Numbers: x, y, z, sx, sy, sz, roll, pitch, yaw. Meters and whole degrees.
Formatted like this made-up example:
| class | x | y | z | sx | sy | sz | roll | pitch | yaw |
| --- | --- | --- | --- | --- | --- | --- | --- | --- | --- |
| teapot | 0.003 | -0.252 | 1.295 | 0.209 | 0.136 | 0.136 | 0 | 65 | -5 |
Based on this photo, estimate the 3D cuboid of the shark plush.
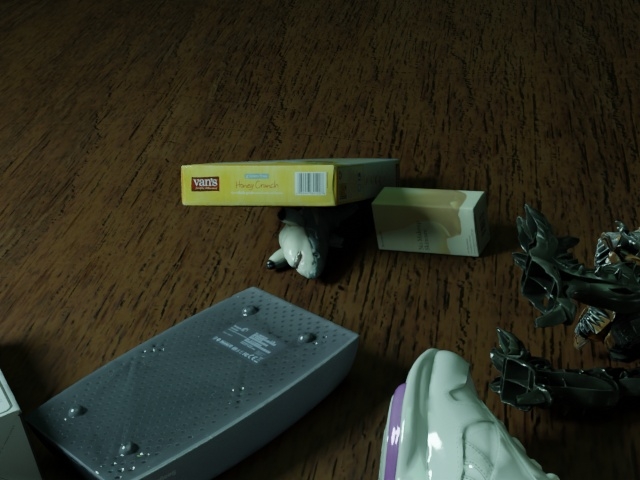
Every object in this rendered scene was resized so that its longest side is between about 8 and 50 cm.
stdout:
| class | x | y | z | sx | sy | sz | roll | pitch | yaw |
| --- | --- | --- | --- | --- | --- | --- | --- | --- | --- |
| shark plush | 0.000 | 0.000 | 1.222 | 0.067 | 0.073 | 0.161 | 24 | 18 | 17 |

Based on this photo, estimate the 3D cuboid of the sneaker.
| class | x | y | z | sx | sy | sz | roll | pitch | yaw |
| --- | --- | --- | --- | --- | --- | --- | --- | --- | --- |
| sneaker | 0.114 | 0.189 | 0.754 | 0.152 | 0.114 | 0.305 | 3 | 33 | 0 |

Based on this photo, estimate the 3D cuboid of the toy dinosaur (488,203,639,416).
| class | x | y | z | sx | sy | sz | roll | pitch | yaw |
| --- | --- | --- | --- | --- | --- | --- | --- | --- | --- |
| toy dinosaur | 0.259 | 0.064 | 0.883 | 0.218 | 0.164 | 0.322 | 6 | 6 | -2 |

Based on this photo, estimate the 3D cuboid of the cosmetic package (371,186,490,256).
| class | x | y | z | sx | sy | sz | roll | pitch | yaw |
| --- | --- | --- | --- | --- | --- | --- | --- | --- | --- |
| cosmetic package | 0.116 | -0.020 | 1.177 | 0.115 | 0.060 | 0.041 | 3 | 30 | 27 |

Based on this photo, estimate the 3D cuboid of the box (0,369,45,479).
| class | x | y | z | sx | sy | sz | roll | pitch | yaw |
| --- | --- | --- | --- | --- | --- | --- | --- | --- | --- |
| box | -0.368 | 0.149 | 0.999 | 0.169 | 0.087 | 0.290 | -21 | 29 | -19 |

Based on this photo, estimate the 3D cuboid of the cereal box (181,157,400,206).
| class | x | y | z | sx | sy | sz | roll | pitch | yaw |
| --- | --- | --- | --- | --- | --- | --- | --- | --- | --- |
| cereal box | -0.024 | -0.065 | 1.235 | 0.172 | 0.047 | 0.240 | 1 | 5 | 20 |

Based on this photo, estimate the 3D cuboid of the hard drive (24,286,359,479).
| class | x | y | z | sx | sy | sz | roll | pitch | yaw |
| --- | --- | --- | --- | --- | --- | --- | --- | --- | --- |
| hard drive | -0.105 | 0.133 | 0.969 | 0.254 | 0.054 | 0.172 | -30 | 32 | -32 |
